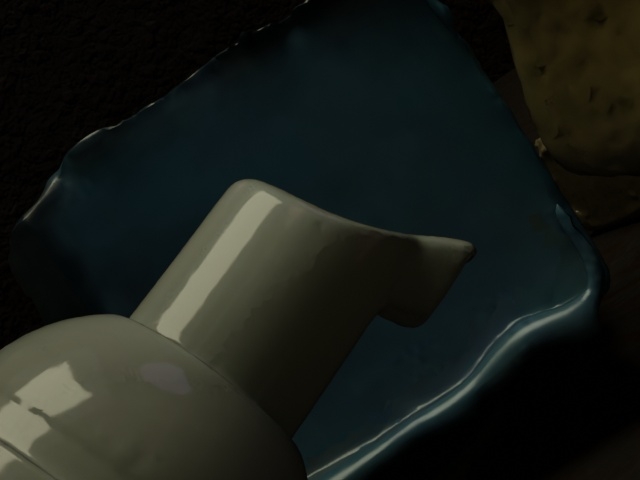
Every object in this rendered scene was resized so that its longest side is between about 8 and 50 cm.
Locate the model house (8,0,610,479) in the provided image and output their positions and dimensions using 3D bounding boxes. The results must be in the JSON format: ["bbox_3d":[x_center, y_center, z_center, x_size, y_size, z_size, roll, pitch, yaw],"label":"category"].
[{"bbox_3d":[0.000,0.000,0.829,0.237,0.215,0.303,-34,3,5],"label":"model house"}]

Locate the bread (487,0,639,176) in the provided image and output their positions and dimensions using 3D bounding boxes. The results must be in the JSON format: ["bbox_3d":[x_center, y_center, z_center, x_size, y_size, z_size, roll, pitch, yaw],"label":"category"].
[{"bbox_3d":[0.266,-0.213,0.743,0.371,0.279,0.390,-28,-5,28],"label":"bread"}]

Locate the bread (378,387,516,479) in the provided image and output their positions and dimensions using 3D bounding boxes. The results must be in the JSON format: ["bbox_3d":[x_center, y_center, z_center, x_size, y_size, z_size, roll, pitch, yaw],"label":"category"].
[{"bbox_3d":[0.011,0.138,0.804,0.228,0.033,0.228,-34,5,3],"label":"bread"}]

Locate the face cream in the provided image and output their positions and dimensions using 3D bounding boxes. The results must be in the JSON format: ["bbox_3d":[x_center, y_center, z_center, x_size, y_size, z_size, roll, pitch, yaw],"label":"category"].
[{"bbox_3d":[-0.090,0.118,0.497,0.370,0.145,0.145,-54,12,-17],"label":"face cream"}]

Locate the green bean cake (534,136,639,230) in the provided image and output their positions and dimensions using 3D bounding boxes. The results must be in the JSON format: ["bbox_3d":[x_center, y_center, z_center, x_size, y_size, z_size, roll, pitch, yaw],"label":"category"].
[{"bbox_3d":[0.249,-0.090,1.093,0.179,0.085,0.109,-38,7,-28],"label":"green bean cake"}]
